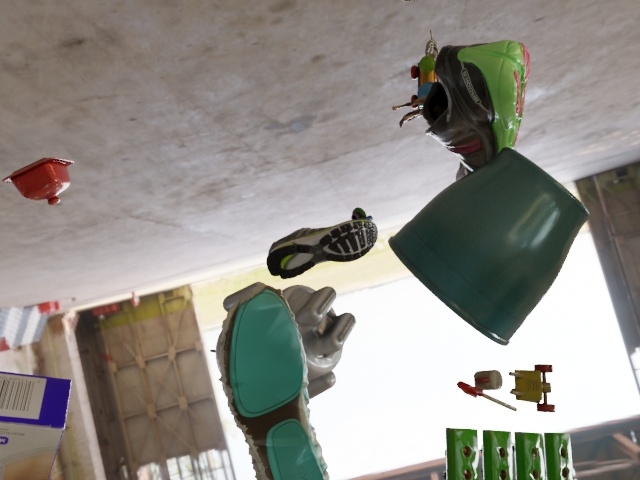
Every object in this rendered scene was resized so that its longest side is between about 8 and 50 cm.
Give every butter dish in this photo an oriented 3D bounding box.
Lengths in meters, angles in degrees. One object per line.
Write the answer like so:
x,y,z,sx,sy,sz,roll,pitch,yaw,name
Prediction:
-0.774,-0.156,1.666,0.159,0.118,0.160,-24,-177,1,butter dish

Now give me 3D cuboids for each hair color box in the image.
-0.513,0.356,0.899,0.185,0.339,0.110,14,-152,-23,hair color box

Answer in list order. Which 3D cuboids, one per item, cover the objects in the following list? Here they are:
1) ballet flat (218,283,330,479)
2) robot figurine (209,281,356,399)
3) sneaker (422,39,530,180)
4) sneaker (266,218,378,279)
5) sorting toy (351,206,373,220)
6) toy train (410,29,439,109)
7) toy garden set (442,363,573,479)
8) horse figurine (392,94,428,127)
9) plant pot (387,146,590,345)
-0.090,0.272,0.960,0.146,0.409,0.147,-11,-173,1,ballet flat
-0.090,0.227,1.296,0.353,0.300,0.200,-30,-173,33,robot figurine
0.329,-0.265,1.291,0.202,0.185,0.483,17,158,19,sneaker
0.000,0.000,1.507,0.299,0.111,0.121,-14,-153,-8,sneaker
0.112,-0.044,1.614,0.042,0.102,0.061,-24,164,-39,sorting toy
0.311,-0.505,1.713,0.105,0.248,0.143,0,-177,12,toy train
0.248,0.264,0.803,0.244,0.204,0.049,15,159,-33,toy garden set
0.294,-0.338,1.475,0.174,0.066,0.263,-17,-172,-22,horse figurine
0.300,-0.006,1.006,0.255,0.271,0.271,-50,165,13,plant pot
